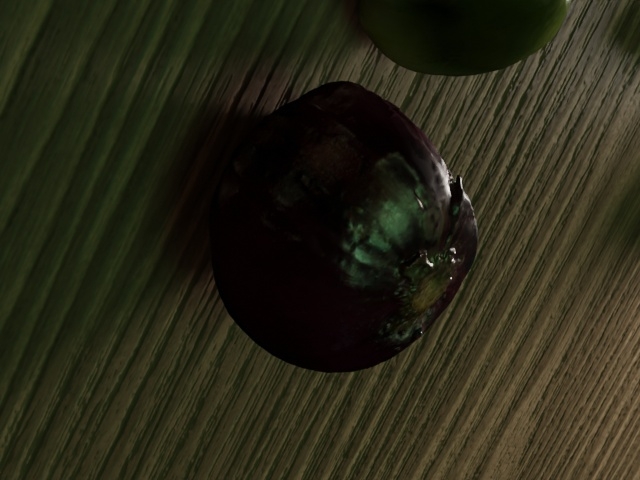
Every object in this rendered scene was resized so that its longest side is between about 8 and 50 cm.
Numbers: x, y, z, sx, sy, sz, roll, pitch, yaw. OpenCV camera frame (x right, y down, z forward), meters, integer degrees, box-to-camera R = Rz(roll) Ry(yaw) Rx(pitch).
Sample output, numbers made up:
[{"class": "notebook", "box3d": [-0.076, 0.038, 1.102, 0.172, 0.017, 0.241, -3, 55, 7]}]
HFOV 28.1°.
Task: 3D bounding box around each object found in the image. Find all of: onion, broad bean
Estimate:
[{"class": "onion", "box3d": [0.000, 0.000, 1.415, 0.260, 0.282, 0.336, -41, 153, -15]}, {"class": "broad bean", "box3d": [0.156, -0.285, 1.451, 0.291, 0.119, 0.238, 19, 134, -39]}]
